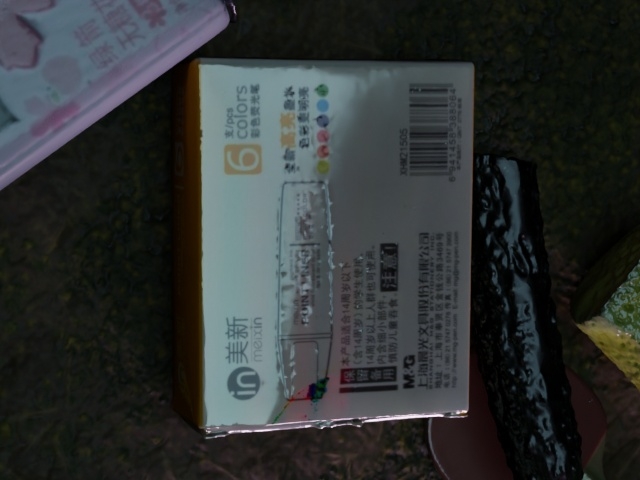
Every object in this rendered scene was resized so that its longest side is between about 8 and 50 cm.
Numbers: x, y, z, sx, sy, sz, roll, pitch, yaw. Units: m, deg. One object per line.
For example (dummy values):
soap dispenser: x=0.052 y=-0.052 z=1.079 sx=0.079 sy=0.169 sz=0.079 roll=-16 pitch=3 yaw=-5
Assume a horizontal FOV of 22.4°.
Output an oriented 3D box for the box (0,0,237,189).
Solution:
box: x=-0.250 y=-0.125 z=1.084 sx=0.369 sy=0.112 sz=0.190 roll=-37 pitch=105 yaw=-15

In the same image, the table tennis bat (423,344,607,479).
table tennis bat: x=0.188 y=0.180 z=1.311 sx=0.246 sy=0.022 sz=0.138 roll=40 pitch=80 yaw=-16

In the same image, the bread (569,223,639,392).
bread: x=0.270 y=0.053 z=1.281 sx=0.114 sy=0.111 sz=0.129 roll=39 pitch=83 yaw=-14

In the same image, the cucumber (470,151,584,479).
cucumber: x=0.154 y=0.076 z=1.249 sx=0.072 sy=0.072 sz=0.300 roll=-10 pitch=91 yaw=-19

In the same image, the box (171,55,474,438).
box: x=0.000 y=0.000 z=1.189 sx=0.220 sy=0.091 sz=0.274 roll=0 pitch=94 yaw=-19
